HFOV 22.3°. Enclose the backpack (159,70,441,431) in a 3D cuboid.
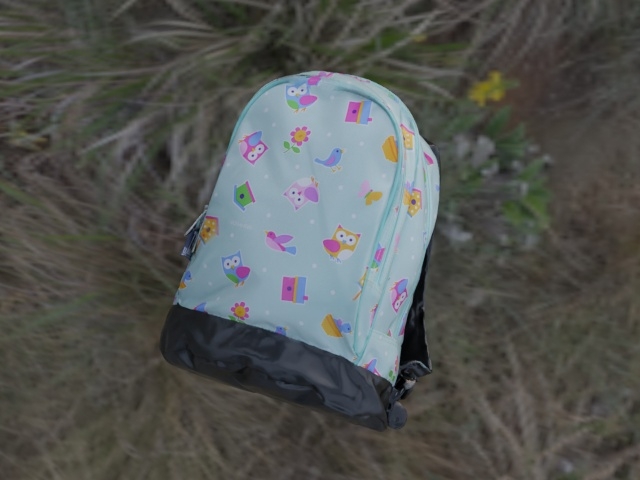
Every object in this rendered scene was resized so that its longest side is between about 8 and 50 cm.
[{"bbox_3d":[0.000,0.000,0.899,0.152,0.115,0.182,17,82,14],"label":"backpack"}]
